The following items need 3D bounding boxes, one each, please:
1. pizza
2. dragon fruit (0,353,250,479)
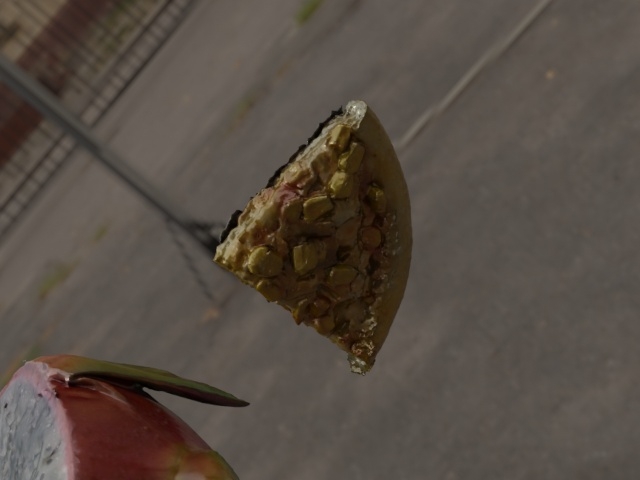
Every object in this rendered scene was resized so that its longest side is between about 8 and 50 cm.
[{"bbox_3d":[0.000,0.000,1.063,0.041,0.131,0.178,33,117,58],"label":"pizza"},{"bbox_3d":[-0.134,0.230,1.125,0.290,0.189,0.290,-49,32,45],"label":"dragon fruit"}]
